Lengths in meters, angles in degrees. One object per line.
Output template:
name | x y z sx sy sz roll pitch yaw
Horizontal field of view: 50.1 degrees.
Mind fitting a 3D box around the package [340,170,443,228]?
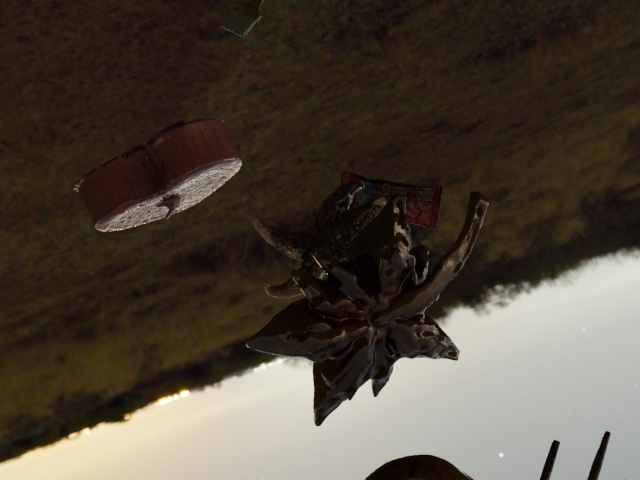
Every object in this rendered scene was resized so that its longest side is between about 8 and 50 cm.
package | 0.132 -0.079 1.325 0.200 0.083 0.022 10 -170 13

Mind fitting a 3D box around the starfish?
starfish | 0.000 0.001 1.103 0.238 0.216 0.071 -52 150 -9

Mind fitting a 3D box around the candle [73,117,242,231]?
candle | -0.307 -0.111 1.378 0.317 0.131 0.287 -26 176 -1

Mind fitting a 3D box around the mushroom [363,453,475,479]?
mushroom | 0.134 0.419 0.882 0.267 0.267 0.254 -26 150 38

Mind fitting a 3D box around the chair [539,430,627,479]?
chair | 0.440 0.471 1.093 0.272 0.188 0.166 -61 -178 -26

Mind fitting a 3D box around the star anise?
star anise | 0.075 0.090 0.887 0.349 0.109 0.292 -21 128 -14

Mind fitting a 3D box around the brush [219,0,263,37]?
brush | -0.112 -0.487 1.345 0.205 0.083 0.011 -52 140 -5
